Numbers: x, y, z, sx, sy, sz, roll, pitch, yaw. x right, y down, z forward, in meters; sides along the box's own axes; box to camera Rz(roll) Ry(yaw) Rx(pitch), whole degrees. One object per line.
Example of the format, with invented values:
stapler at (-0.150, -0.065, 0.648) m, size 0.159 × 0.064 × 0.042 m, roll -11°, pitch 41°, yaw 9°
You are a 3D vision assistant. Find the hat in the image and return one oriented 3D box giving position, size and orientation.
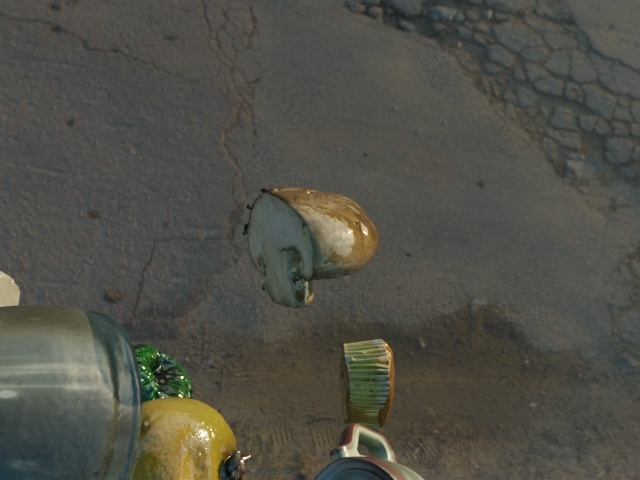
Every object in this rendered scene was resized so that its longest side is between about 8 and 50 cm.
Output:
hat at (-0.469, 0.429, 1.419) m, size 0.242 × 0.274 × 0.332 m, roll 41°, pitch 95°, yaw -2°

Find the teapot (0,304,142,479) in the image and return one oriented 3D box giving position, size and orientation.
teapot at (-0.339, 0.209, 0.557) m, size 0.239 × 0.240 × 0.321 m, roll 19°, pitch 88°, yaw -47°

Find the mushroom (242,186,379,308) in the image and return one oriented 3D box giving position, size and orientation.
mushroom at (0.000, 0.000, 0.781) m, size 0.151 × 0.286 × 0.155 m, roll -11°, pitch 93°, yaw -19°

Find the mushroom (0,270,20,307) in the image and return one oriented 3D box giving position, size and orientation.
mushroom at (-0.525, 0.099, 0.879) m, size 0.093 × 0.225 × 0.116 m, roll 17°, pitch 74°, yaw -59°

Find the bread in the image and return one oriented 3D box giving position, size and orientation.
bread at (0.138, 0.416, 1.724) m, size 0.156 × 0.288 × 0.204 m, roll -1°, pitch 42°, yaw -3°

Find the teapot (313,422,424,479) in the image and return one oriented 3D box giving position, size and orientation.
teapot at (0.122, 0.540, 1.254) m, size 0.233 × 0.312 × 0.314 m, roll -30°, pitch 59°, yaw 16°

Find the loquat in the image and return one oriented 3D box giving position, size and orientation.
loquat at (-0.225, 0.349, 0.883) m, size 0.244 × 0.244 × 0.243 m, roll 7°, pitch 61°, yaw -13°
